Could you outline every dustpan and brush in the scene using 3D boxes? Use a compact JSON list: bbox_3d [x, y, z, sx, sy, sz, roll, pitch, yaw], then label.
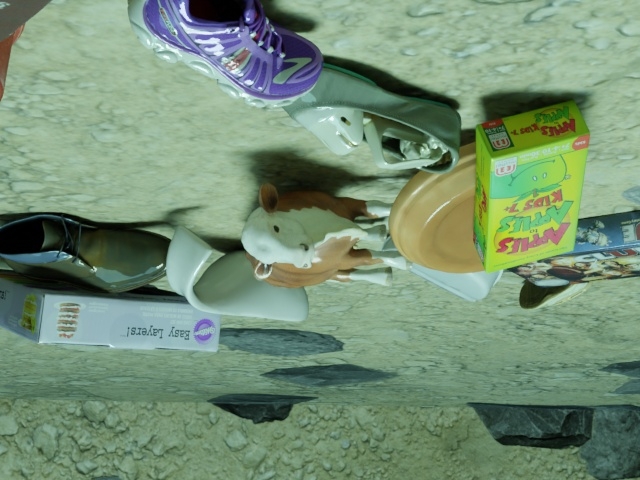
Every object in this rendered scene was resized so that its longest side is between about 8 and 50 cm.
[{"bbox_3d":[0.174,0.011,1.473,0.147,0.060,0.211,28,167,-12],"label":"dustpan and brush"}]

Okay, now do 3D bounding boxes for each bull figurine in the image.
[{"bbox_3d":[0.000,0.000,1.337,0.188,0.101,0.310,3,176,-8],"label":"bull figurine"}]

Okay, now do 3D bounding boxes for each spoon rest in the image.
[{"bbox_3d":[-0.107,0.051,1.523,0.137,0.084,0.276,37,-174,28],"label":"spoon rest"}]

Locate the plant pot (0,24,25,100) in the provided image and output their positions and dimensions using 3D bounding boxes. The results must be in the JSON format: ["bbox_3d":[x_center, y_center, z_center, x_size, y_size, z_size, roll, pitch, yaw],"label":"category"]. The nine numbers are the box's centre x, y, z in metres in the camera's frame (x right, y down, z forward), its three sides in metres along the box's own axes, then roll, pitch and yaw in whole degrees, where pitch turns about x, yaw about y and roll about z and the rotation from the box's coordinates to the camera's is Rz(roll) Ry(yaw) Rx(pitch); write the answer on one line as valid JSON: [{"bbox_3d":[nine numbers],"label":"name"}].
[{"bbox_3d":[-0.348,-0.051,0.850,0.272,0.265,0.272,-1,165,0],"label":"plant pot"}]

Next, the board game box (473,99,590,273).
[{"bbox_3d":[0.194,-0.046,1.149,0.092,0.043,0.181,-15,145,-5],"label":"board game box"}]

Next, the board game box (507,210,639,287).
[{"bbox_3d":[0.358,0.011,1.522,0.243,0.042,0.165,-9,162,30],"label":"board game box"}]

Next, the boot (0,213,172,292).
[{"bbox_3d":[-0.284,0.015,1.456,0.219,0.082,0.106,-2,168,14],"label":"boot"}]

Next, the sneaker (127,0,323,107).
[{"bbox_3d":[-0.056,-0.147,0.885,0.071,0.068,0.170,-21,154,40],"label":"sneaker"}]

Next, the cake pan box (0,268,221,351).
[{"bbox_3d":[-0.293,0.090,1.598,0.267,0.070,0.246,7,-175,-36],"label":"cake pan box"}]

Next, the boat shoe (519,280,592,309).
[{"bbox_3d":[0.331,0.071,1.734,0.045,0.050,0.135,13,161,-23],"label":"boat shoe"}]

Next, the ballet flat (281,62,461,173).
[{"bbox_3d":[0.040,-0.100,1.051,0.213,0.068,0.072,11,161,-36],"label":"ballet flat"}]

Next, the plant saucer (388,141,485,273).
[{"bbox_3d":[0.168,-0.027,1.235,0.200,0.037,0.200,-12,146,-9],"label":"plant saucer"}]

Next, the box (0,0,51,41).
[{"bbox_3d":[-0.207,-0.181,0.485,0.168,0.203,0.167,11,161,-37],"label":"box"}]
